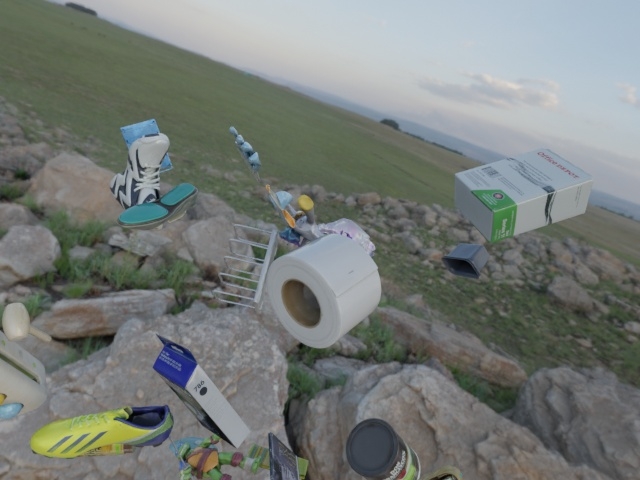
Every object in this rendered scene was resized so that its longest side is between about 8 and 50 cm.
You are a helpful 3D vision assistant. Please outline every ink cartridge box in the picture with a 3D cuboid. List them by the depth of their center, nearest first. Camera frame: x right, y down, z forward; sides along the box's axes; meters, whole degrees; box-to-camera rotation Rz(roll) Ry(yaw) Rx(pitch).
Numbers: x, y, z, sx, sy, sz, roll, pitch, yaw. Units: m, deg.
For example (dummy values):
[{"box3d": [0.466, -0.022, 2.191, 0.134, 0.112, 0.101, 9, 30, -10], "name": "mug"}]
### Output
[{"box3d": [0.402, -0.096, 0.853, 0.208, 0.087, 0.153, -17, 38, -3], "name": "ink cartridge box"}, {"box3d": [-0.315, 0.386, 1.071, 0.165, 0.332, 0.065, 7, 41, 42], "name": "ink cartridge box"}]

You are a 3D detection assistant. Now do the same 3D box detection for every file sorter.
[{"box3d": [-0.596, -0.317, 1.454, 0.118, 0.170, 0.104, -22, 26, -18], "name": "file sorter"}, {"box3d": [-0.276, 0.100, 1.582, 0.173, 0.277, 0.193, 14, -20, -2], "name": "file sorter"}]

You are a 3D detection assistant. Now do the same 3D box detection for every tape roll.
[{"box3d": [0.006, 0.122, 1.059, 0.246, 0.246, 0.169, 31, 38, 30], "name": "tape roll"}]

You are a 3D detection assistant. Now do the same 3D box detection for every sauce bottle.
[{"box3d": [-0.858, 0.737, 1.552, 0.344, 0.111, 0.111, 1, 22, -10], "name": "sauce bottle"}]

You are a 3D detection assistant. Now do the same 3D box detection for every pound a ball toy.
[{"box3d": [-0.698, 0.288, 0.930, 0.208, 0.319, 0.135, -16, 58, -18], "name": "pound a ball toy"}]

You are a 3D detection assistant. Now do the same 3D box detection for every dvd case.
[{"box3d": [-0.125, 0.809, 1.500, 0.164, 0.018, 0.221, -104, 168, -54], "name": "dvd case"}]

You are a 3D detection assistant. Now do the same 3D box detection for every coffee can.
[{"box3d": [0.243, 0.825, 1.600, 0.201, 0.201, 0.275, 42, -10, 50], "name": "coffee can"}]

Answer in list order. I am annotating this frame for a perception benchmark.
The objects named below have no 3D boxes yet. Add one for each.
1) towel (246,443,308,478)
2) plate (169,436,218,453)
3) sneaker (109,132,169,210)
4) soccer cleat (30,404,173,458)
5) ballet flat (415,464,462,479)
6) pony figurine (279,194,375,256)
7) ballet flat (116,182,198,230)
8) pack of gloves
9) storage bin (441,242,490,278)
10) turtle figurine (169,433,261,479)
[{"box3d": [-0.168, 0.862, 1.652, 0.237, 0.021, 0.102, 14, 13, 5], "name": "towel"}, {"box3d": [-0.491, 0.801, 1.642, 0.188, 0.024, 0.188, 10, -7, 1], "name": "plate"}, {"box3d": [-0.424, -0.140, 1.040, 0.153, 0.235, 0.094, 57, 23, 15], "name": "sneaker"}, {"box3d": [-0.484, 0.416, 0.953, 0.289, 0.121, 0.093, 4, 31, -22], "name": "soccer cleat"}, {"box3d": [0.254, 0.643, 1.061, 0.080, 0.232, 0.073, 55, -2, 21], "name": "ballet flat"}, {"box3d": [0.000, 0.000, 1.461, 0.351, 0.303, 0.363, 49, -3, -4], "name": "pony figurine"}, {"box3d": [-0.346, -0.058, 0.920, 0.072, 0.068, 0.213, 25, 37, 15], "name": "ballet flat"}, {"box3d": [-0.092, -0.116, 0.778, 0.195, 0.046, 0.232, 59, -5, -5], "name": "pack of gloves"}, {"box3d": [0.490, 0.065, 1.396, 0.098, 0.091, 0.135, 52, -17, -19], "name": "storage bin"}, {"box3d": [-0.325, 0.653, 1.285, 0.266, 0.274, 0.198, 20, 5, 11], "name": "turtle figurine"}]
